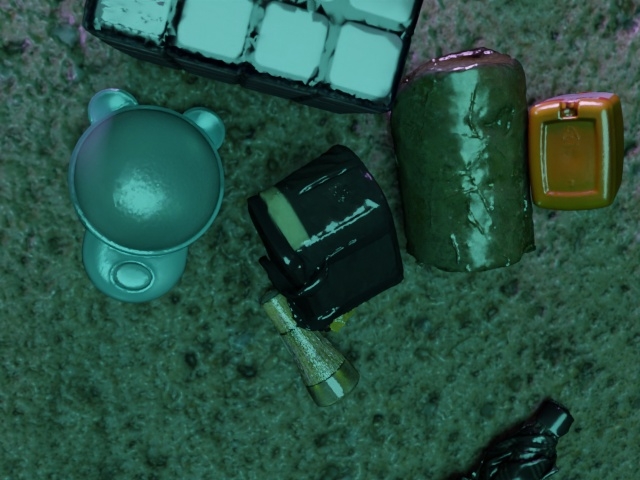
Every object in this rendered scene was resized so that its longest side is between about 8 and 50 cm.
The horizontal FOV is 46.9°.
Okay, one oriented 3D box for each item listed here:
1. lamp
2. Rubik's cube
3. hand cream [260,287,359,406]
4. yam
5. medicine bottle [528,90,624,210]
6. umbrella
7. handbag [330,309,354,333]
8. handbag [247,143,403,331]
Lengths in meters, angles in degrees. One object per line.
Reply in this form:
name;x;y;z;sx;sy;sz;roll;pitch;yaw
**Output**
lamp;-0.244;-0.055;1.023;0.209;0.147;0.284;11;101;-14
Rubik's cube;-0.058;-0.353;0.889;0.343;0.344;0.337;13;99;-10
hand cream;-0.025;0.160;1.145;0.084;0.084;0.203;-35;101;0
yam;0.203;-0.120;1.064;0.195;0.195;0.300;-9;104;-7
medicine bottle;0.373;-0.135;1.061;0.112;0.222;0.149;1;104;26
umbrella;0.312;0.418;1.221;0.336;0.154;0.128;-42;145;2
handbag;0.027;0.098;1.164;0.061;0.027;0.083;33;97;-14
handbag;0.000;0.000;1.031;0.181;0.181;0.254;-30;149;-7
